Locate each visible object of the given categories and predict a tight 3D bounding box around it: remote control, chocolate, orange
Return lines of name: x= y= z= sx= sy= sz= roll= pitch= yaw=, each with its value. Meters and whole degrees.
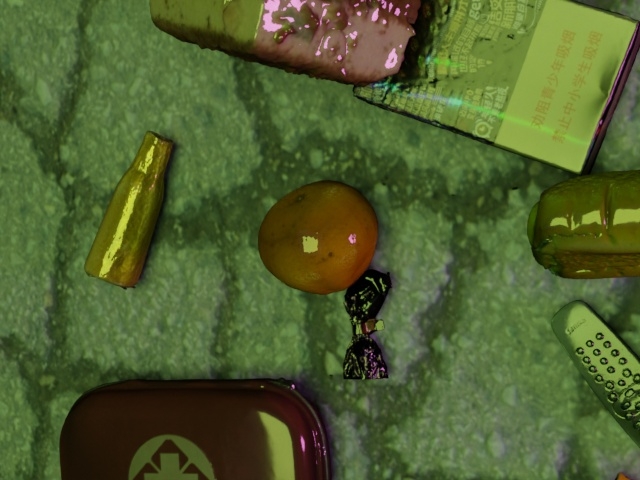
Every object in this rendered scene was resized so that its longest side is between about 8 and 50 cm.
remote control: x=0.369 y=0.169 z=1.380 sx=0.072 sy=0.042 sz=0.222 roll=-40 pitch=81 yaw=17
chocolate: x=0.063 y=0.112 z=1.482 sx=0.072 sy=0.070 sz=0.147 roll=4 pitch=84 yaw=29
chocolate: x=-0.259 y=-0.045 z=1.567 sx=0.086 sy=0.085 sz=0.219 roll=25 pitch=101 yaw=16
orange: x=0.000 y=0.000 z=1.446 sx=0.159 sy=0.159 sz=0.136 roll=-19 pitch=116 yaw=19

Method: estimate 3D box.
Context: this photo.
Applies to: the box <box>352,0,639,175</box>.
box: x=0.217 y=-0.218 z=1.387 sx=0.310 sy=0.084 sz=0.198 roll=22 pitch=101 yaw=17

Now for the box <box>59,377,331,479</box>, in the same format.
box: x=-0.178 y=0.319 z=1.545 sx=0.404 sy=0.108 sz=0.263 roll=-4 pitch=92 yaw=20

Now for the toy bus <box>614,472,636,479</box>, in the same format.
toy bus: x=0.339 y=0.455 z=1.355 sx=0.152 sy=0.144 sz=0.330 roll=24 pitch=102 yaw=17

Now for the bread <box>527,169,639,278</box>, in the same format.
bread: x=0.429 y=-0.028 z=1.290 sx=0.384 sy=0.166 sz=0.112 roll=-3 pitch=68 yaw=18

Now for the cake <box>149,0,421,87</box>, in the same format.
cake: x=-0.043 y=-0.350 z=1.339 sx=0.282 sy=0.256 sz=0.290 roll=23 pitch=99 yaw=48
